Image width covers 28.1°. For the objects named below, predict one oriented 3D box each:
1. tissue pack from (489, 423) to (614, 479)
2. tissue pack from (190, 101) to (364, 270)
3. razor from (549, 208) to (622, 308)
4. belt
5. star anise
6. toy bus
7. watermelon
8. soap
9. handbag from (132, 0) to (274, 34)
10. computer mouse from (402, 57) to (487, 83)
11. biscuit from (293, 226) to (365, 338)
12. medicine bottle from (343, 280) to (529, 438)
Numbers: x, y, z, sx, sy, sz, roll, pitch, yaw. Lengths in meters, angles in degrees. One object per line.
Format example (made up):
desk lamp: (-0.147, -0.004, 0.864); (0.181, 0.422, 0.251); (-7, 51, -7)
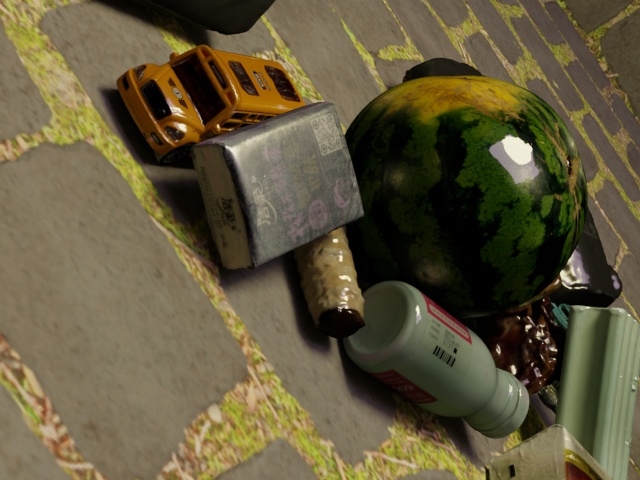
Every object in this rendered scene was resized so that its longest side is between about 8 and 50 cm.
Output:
tissue pack: (0.249, 0.277, 1.268); (0.149, 0.099, 0.106); (46, 25, -24)
tissue pack: (-0.034, -0.050, 1.104); (0.156, 0.051, 0.112); (-26, 105, -48)
razor: (0.311, -0.045, 1.812); (0.189, 0.107, 0.327); (19, 43, -54)
belt: (0.310, 0.145, 1.623); (0.065, 0.100, 0.179); (46, 10, -21)
star anise: (0.212, 0.070, 1.446); (0.220, 0.125, 0.190); (60, 26, 1)
toy bus: (-0.092, -0.122, 1.135); (0.083, 0.088, 0.194); (60, 24, 12)
watermelon: (0.138, -0.044, 1.279); (0.269, 0.269, 0.269); (44, 26, -27)
soap: (0.309, 0.181, 1.426); (0.119, 0.066, 0.198); (32, 65, -61)
handbag: (-0.144, -0.373, 1.197); (0.340, 0.247, 0.240); (12, 37, -56)
computer mouse: (0.183, -0.125, 1.644); (0.183, 0.116, 0.323); (32, 26, -16)
biscuit: (0.000, 0.000, 1.200); (0.061, 0.055, 0.219); (40, 28, -46)
medicine bottle: (0.117, 0.121, 1.226); (0.216, 0.090, 0.090); (37, 29, -40)
